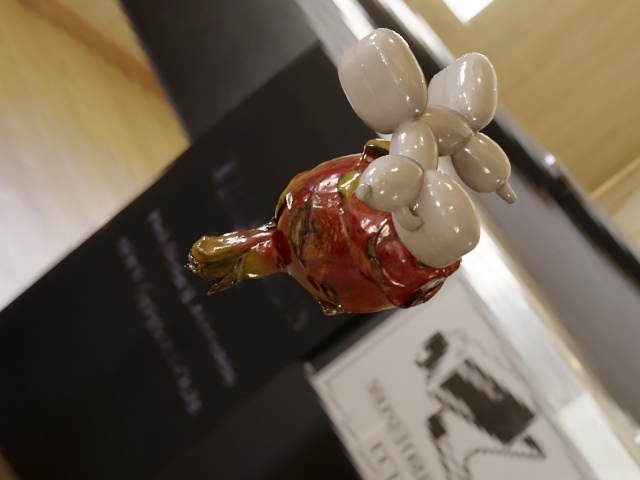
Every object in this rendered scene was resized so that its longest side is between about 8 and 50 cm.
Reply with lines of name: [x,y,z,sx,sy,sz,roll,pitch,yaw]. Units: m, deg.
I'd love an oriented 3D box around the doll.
doll: [0.072,-0.060,1.079,0.161,0.059,0.160,6,61,-45]

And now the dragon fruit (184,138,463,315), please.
dragon fruit: [0.000,0.000,1.219,0.125,0.246,0.125,-22,97,-63]
